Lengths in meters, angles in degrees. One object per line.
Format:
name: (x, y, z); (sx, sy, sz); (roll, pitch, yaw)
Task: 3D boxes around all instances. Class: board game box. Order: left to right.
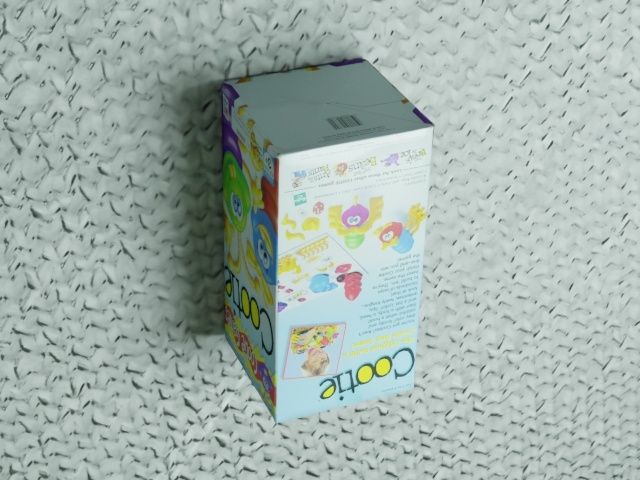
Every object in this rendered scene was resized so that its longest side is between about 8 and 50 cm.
board game box: (0.000, 0.000, 1.253); (0.144, 0.142, 0.275); (-11, 125, -20)
